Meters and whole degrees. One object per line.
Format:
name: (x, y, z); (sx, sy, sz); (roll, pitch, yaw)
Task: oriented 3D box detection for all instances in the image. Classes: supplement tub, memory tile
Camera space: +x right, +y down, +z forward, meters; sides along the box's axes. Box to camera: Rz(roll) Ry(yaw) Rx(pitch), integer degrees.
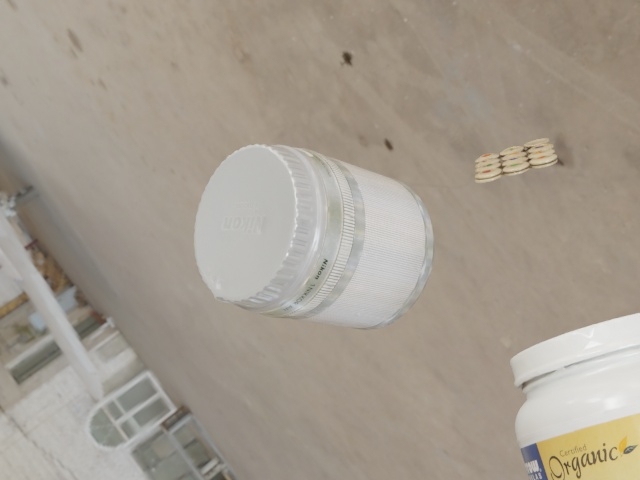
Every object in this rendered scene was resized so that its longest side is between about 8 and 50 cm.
supplement tub: (0.332, 0.247, 0.809); (0.228, 0.228, 0.316); (110, 148, -66)
memory tile: (0.271, -0.113, 1.120); (0.148, 0.113, 0.012); (-57, -48, -70)

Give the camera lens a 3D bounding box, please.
camera lens: (0.000, 0.000, 1.066); (0.274, 0.219, 0.219); (14, -167, -44)
